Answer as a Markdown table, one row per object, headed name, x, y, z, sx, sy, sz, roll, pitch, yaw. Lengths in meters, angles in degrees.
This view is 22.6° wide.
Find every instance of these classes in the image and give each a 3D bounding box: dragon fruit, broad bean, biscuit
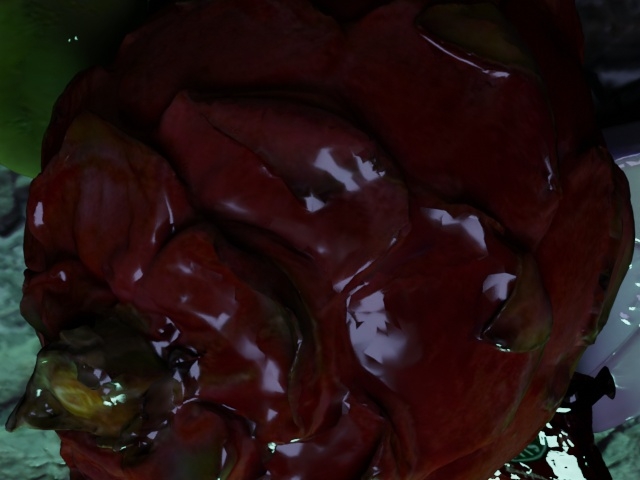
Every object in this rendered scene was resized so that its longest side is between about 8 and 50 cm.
| name | x | y | z | sx | sy | sz | roll | pitch | yaw |
| --- | --- | --- | --- | --- | --- | --- | --- | --- | --- |
| dragon fruit | 0.000 | 0.000 | 0.747 | 0.277 | 0.342 | 0.277 | 27 | 137 | 28 |
| broad bean | -0.142 | -0.105 | 0.803 | 0.124 | 0.082 | 0.174 | 18 | 127 | 3 |
| biscuit | 0.115 | 0.124 | 0.967 | 0.151 | 0.063 | 0.235 | 11 | 142 | 30 |

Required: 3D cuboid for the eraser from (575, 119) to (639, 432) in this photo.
| name | x | y | z | sx | sy | sz | roll | pitch | yaw |
| --- | --- | --- | --- | --- | --- | --- | --- | --- | --- |
| eraser | 0.193 | -0.006 | 0.904 | 0.243 | 0.059 | 0.204 | -31 | 121 | 24 |
